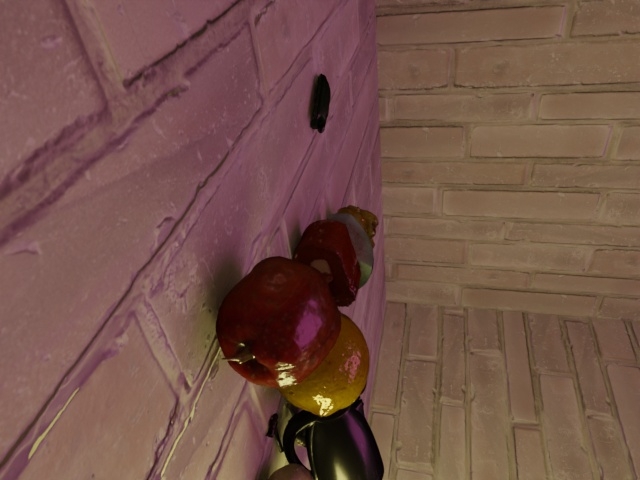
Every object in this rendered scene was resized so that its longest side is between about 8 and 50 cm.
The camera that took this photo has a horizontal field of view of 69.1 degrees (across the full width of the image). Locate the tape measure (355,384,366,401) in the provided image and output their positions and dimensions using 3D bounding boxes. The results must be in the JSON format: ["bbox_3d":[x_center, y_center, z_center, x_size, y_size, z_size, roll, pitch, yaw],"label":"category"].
[{"bbox_3d":[0.118,0.583,2.021,0.202,0.135,0.223,68,26,-10],"label":"tape measure"}]

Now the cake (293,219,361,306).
[{"bbox_3d":[0.018,0.077,1.452,0.151,0.176,0.283,-73,150,-47],"label":"cake"}]

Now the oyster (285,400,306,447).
[{"bbox_3d":[-0.011,0.555,1.532,0.351,0.114,0.238,39,69,-55],"label":"oyster"}]

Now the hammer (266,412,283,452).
[{"bbox_3d":[-0.125,0.563,1.322,0.065,0.021,0.178,-71,162,-47],"label":"hammer"}]

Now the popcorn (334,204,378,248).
[{"bbox_3d":[0.130,-0.036,1.866,0.226,0.200,0.203,42,50,-15],"label":"popcorn"}]

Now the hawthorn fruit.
[{"bbox_3d":[-0.082,0.165,0.943,0.258,0.258,0.262,76,16,-51],"label":"hawthorn fruit"}]

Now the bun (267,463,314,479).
[{"bbox_3d":[-0.097,0.736,1.214,0.287,0.146,0.287,-12,90,-75],"label":"bun"}]

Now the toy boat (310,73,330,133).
[{"bbox_3d":[0.004,-0.461,1.548,0.104,0.052,0.210,54,40,-65],"label":"toy boat"}]

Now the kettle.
[{"bbox_3d":[0.028,0.600,1.374,0.207,0.268,0.290,-139,-149,-69],"label":"kettle"}]

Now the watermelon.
[{"bbox_3d":[0.060,0.064,1.598,0.213,0.289,0.320,17,95,-38],"label":"watermelon"}]

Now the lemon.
[{"bbox_3d":[0.001,0.329,1.272,0.293,0.292,0.293,3,90,-76],"label":"lemon"}]
